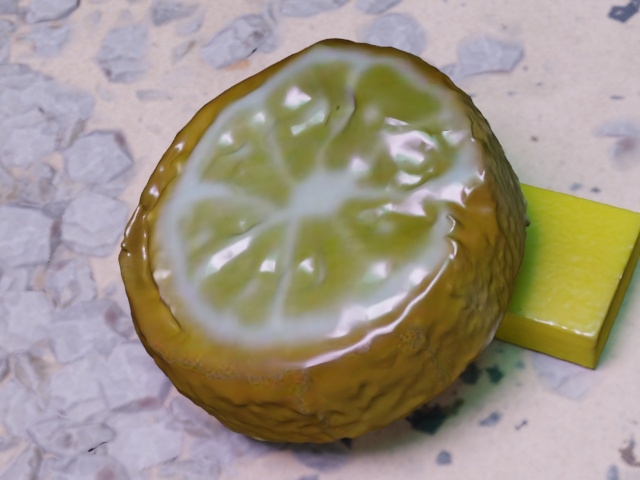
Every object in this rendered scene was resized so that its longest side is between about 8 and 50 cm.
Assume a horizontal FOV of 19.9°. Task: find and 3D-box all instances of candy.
[{"bbox_3d":[0.000,0.000,1.116,0.259,0.118,0.260,-17,51,22],"label":"candy"}]

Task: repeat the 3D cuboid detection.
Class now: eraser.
[{"bbox_3d":[0.133,0.015,1.153,0.122,0.045,0.097,17,64,19],"label":"eraser"}]
